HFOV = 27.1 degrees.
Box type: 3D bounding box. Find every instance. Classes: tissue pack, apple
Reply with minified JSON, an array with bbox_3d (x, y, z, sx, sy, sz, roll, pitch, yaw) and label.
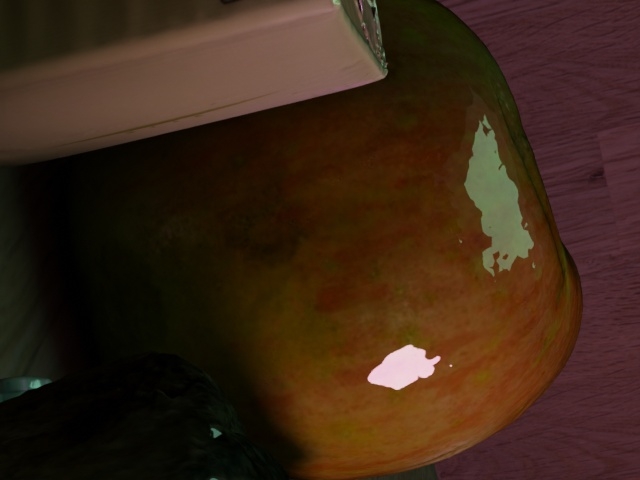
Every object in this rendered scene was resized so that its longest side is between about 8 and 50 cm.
[{"bbox_3d":[-0.096,-0.120,0.662,0.159,0.234,0.125,28,51,-78],"label":"tissue pack"},{"bbox_3d":[0.000,0.000,0.885,0.339,0.340,0.339,-13,90,-82],"label":"apple"}]

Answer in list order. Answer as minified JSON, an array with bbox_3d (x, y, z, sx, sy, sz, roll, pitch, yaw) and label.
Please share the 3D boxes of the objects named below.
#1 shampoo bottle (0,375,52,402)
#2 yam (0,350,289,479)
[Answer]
[{"bbox_3d":[-0.135,0.159,0.633,0.069,0.041,0.190,50,28,-69],"label":"shampoo bottle"},{"bbox_3d":[-0.073,0.200,0.461,0.195,0.195,0.300,-47,125,-80],"label":"yam"}]
